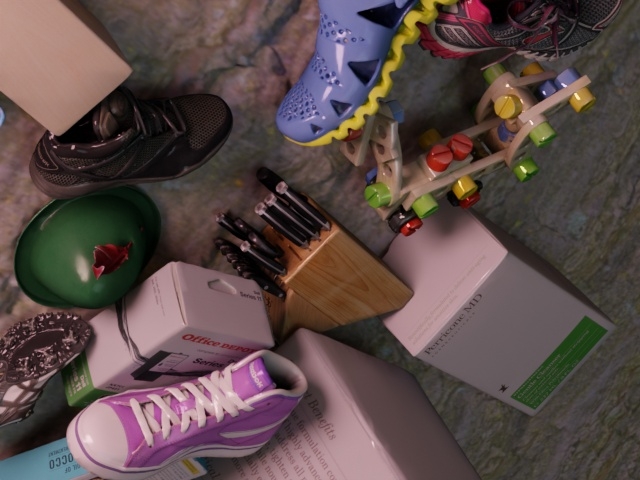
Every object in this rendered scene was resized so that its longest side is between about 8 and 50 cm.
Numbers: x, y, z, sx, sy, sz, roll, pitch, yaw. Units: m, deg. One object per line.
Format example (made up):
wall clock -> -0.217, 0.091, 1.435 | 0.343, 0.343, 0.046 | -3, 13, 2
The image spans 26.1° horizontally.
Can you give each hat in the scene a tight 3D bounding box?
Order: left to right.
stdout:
hat -> -0.223, 0.053, 1.491 | 0.208, 0.183, 0.173 | 6, 120, -44

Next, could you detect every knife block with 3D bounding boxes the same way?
knife block -> 0.000, 0.000, 1.712 | 0.276, 0.088, 0.242 | -15, 134, -30

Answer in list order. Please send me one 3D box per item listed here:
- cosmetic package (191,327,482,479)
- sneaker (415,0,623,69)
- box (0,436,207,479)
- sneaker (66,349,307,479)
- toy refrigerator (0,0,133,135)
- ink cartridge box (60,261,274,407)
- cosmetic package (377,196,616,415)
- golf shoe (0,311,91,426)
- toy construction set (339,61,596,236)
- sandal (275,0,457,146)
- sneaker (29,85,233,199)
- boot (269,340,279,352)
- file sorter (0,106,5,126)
cosmetic package -> -0.010, 0.384, 1.791 | 0.394, 0.329, 0.327 | -41, 148, 12
sneaker -> 0.252, -0.272, 1.637 | 0.299, 0.112, 0.120 | -14, 91, -33
box -> -0.269, 0.277, 1.675 | 0.244, 0.060, 0.100 | -20, 143, 8
sneaker -> -0.139, 0.179, 1.548 | 0.282, 0.102, 0.161 | -6, 150, -43
toy refrigerator -> -0.298, -0.218, 1.261 | 0.102, 0.094, 0.269 | -41, 141, 6
ink cartridge box -> -0.179, 0.120, 1.605 | 0.208, 0.087, 0.153 | -35, 147, 31
cosmetic package -> 0.240, 0.096, 1.958 | 0.197, 0.155, 0.365 | -50, 142, 10
golf shoe -> -0.343, 0.155, 1.577 | 0.198, 0.077, 0.094 | -32, 151, -4
toy construction set -> 0.161, -0.120, 1.698 | 0.328, 0.151, 0.215 | -8, 154, -26
sandal -> 0.043, -0.249, 1.521 | 0.138, 0.126, 0.317 | 30, 99, -36
sneaker -> -0.183, -0.118, 1.427 | 0.228, 0.087, 0.130 | -15, 161, -26
boot -> -0.089, 0.163, 1.821 | 0.087, 0.042, 0.118 | -41, 141, -1
file sorter -> -0.380, -0.136, 1.220 | 0.118, 0.104, 0.170 | -44, 127, 0
